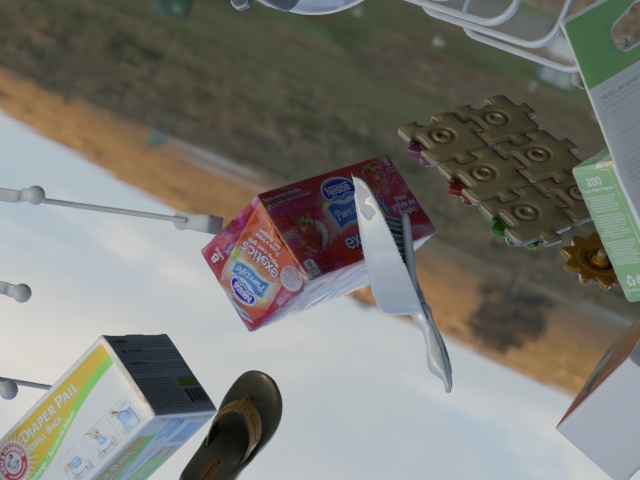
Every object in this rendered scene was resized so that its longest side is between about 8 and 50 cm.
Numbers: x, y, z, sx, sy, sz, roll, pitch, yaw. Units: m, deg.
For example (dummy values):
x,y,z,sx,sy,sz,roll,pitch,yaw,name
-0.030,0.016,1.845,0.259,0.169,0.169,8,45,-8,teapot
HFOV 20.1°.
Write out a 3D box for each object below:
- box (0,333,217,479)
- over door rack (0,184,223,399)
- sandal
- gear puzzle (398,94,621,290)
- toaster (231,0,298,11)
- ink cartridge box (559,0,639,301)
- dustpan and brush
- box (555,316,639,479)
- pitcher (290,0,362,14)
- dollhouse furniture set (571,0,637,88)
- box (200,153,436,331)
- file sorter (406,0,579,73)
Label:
x,y,z,sx,sy,sz,roll,pitch,yaw,name
-0.224,0.197,1.818,0.103,0.203,0.114,54,-157,21,box
-0.284,0.064,2.033,0.324,0.239,0.108,8,180,2,over door rack
-0.097,0.212,1.974,0.072,0.180,0.049,23,145,16,sandal
0.246,-0.047,2.061,0.175,0.044,0.339,-19,-134,-28,gear puzzle
-0.080,-0.320,1.703,0.168,0.185,0.110,22,174,35,toaster
0.273,-0.092,1.450,0.171,0.235,0.056,-31,-169,-33,ink cartridge box
0.083,0.047,1.721,0.060,0.211,0.147,-11,163,8,dustpan and brush
0.334,0.142,1.830,0.091,0.130,0.170,41,-142,3,box
0.009,-0.309,1.924,0.207,0.125,0.178,-11,-162,-37,pitcher
0.265,-0.223,1.762,0.101,0.161,0.182,8,-178,18,dollhouse furniture set
0.000,0.000,2.157,0.257,0.128,0.122,-20,-107,-49,box
0.131,-0.282,1.583,0.278,0.173,0.193,20,-175,-45,file sorter
